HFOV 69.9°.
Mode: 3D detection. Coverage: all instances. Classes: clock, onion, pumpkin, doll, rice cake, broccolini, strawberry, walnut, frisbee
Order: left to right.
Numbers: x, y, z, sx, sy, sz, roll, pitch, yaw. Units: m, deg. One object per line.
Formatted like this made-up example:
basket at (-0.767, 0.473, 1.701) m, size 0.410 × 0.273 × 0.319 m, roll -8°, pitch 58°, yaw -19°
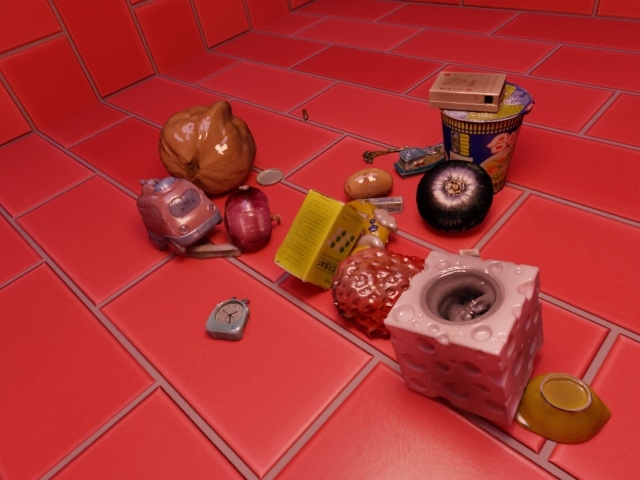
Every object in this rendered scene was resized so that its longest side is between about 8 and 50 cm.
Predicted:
walnut at (-0.421, -0.351, 1.758) m, size 0.385 × 0.383 × 0.383 m, roll -7°, pitch 42°, yaw 6°
rice cake at (-0.358, 0.033, 1.517) m, size 0.207 × 0.036 × 0.047 m, roll -3°, pitch 30°, yaw 11°
clock at (-0.249, 0.209, 1.286) m, size 0.108 × 0.045 × 0.147 m, roll 4°, pitch 43°, yaw 17°
onion at (-0.237, -0.087, 1.498) m, size 0.201 × 0.200 × 0.207 m, roll 3°, pitch 34°, yaw 16°
frisbee at (-0.201, -0.252, 1.811) m, size 0.110 × 0.014 × 0.110 m, roll -7°, pitch 40°, yaw 6°
doll at (0.102, -0.024, 1.409) m, size 0.252 × 0.111 × 0.237 m, roll 30°, pitch 72°, yaw 34°
broccolini at (0.251, -0.349, 1.795) m, size 0.195 × 0.054 × 0.052 m, roll -18°, pitch 23°, yaw -10°
strawberry at (0.196, 0.109, 1.215) m, size 0.337 × 0.149 × 0.265 m, roll -6°, pitch 40°, yaw 5°
pumpkin at (0.408, -0.137, 1.397) m, size 0.234 × 0.163 × 0.232 m, roll -6°, pitch 72°, yaw 19°

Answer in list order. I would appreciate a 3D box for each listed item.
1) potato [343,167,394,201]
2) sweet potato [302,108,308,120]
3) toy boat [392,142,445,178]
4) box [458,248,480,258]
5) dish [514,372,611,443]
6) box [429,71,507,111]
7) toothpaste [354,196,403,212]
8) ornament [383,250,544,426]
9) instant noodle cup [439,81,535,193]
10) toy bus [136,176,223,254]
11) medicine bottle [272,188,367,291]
potato at (0.165, -0.193, 1.580) m, size 0.178 × 0.118 × 0.109 m, roll -17°, pitch 86°, yaw -8°
sweet potato at (-0.072, -0.599, 2.161) m, size 0.026 × 0.026 × 0.115 m, roll -12°, pitch 40°, yaw 1°
toy boat at (0.385, -0.311, 1.677) m, size 0.238 × 0.098 × 0.109 m, roll -20°, pitch 45°, yaw -10°
box at (0.429, 0.061, 1.306) m, size 0.054 × 0.024 × 0.083 m, roll -5°, pitch 42°, yaw 10°
dish at (0.495, 0.331, 0.949) m, size 0.208 × 0.080 × 0.148 m, roll -1°, pitch 42°, yaw 10°
box at (0.441, -0.449, 1.371) m, size 0.201 × 0.058 × 0.141 m, roll 11°, pitch 47°, yaw 22°
toothpaste at (0.195, -0.115, 1.542) m, size 0.165 × 0.046 × 0.034 m, roll -3°, pitch 39°, yaw 11°
ornament at (0.318, 0.198, 0.989) m, size 0.239 × 0.239 × 0.240 m, roll 11°, pitch 45°, yaw 39°
instant noodle cup at (0.518, -0.317, 1.488) m, size 0.285 × 0.312 × 0.284 m, roll -6°, pitch 42°, yaw 6°
toy bus at (-0.490, -0.104, 1.526) m, size 0.294 × 0.231 × 0.197 m, roll 8°, pitch 43°, yaw 46°
medicine bottle at (0.000, 0.000, 1.311) m, size 0.141 × 0.137 × 0.250 m, roll 28°, pitch 91°, yaw 36°
